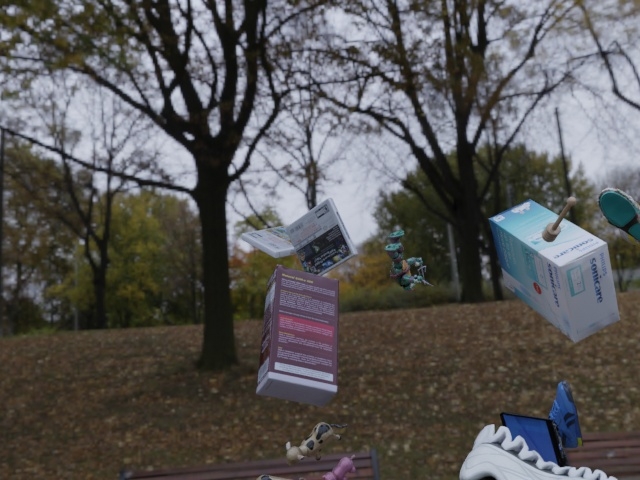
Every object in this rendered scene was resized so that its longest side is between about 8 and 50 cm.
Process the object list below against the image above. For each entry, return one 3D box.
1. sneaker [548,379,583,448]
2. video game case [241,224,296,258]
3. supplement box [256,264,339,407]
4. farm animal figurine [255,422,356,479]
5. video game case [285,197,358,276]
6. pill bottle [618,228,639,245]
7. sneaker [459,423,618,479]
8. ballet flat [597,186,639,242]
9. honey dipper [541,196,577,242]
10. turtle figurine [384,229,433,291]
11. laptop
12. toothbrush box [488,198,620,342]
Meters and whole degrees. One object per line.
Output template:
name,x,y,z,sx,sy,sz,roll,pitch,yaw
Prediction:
sneaker,0.613,0.448,1.767,0.082,0.209,0.069,-10,27,17
video game case,-0.110,-0.001,2.215,0.206,0.026,0.227,-12,21,-31
supplement box,-0.038,0.171,1.272,0.130,0.239,0.073,16,-40,-15
farm animal figurine,-0.062,0.711,2.024,0.326,0.330,0.172,-17,-33,14
video game case,0.000,0.000,1.925,0.190,0.173,0.022,-33,-13,39
pill bottle,0.951,-0.038,2.036,0.117,0.117,0.215,-5,7,5
sneaker,0.348,0.393,1.052,0.292,0.110,0.118,16,37,38
ballet flat,0.810,-0.064,1.821,0.241,0.077,0.091,39,-56,-14
honey dipper,0.475,-0.042,1.373,0.030,0.031,0.161,-4,-24,-3
turtle figurine,0.283,0.093,2.283,0.118,0.234,0.175,-23,26,10
laptop,0.536,0.566,1.684,0.136,0.234,0.264,-16,11,15
toothbrush box,0.537,0.063,1.615,0.126,0.216,0.295,-26,28,-8
